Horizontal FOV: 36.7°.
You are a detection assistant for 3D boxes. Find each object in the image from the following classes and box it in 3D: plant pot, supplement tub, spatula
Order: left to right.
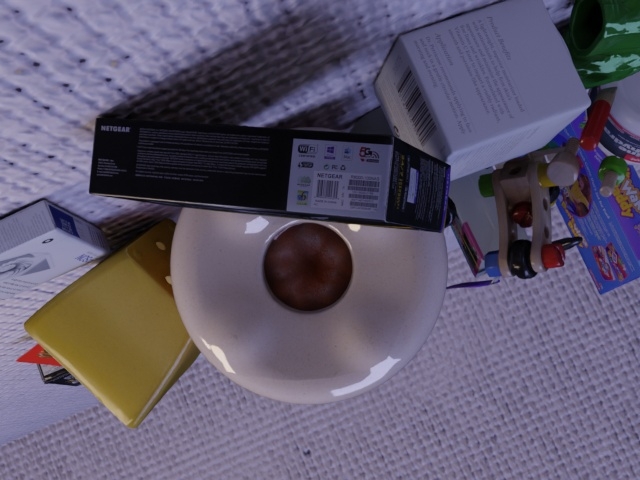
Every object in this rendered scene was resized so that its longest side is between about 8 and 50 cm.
[{"bbox_3d":[-0.247,0.094,1.373,0.187,0.212,0.212,-46,-178,26],"label":"plant pot"},{"bbox_3d":[0.343,0.046,1.726,0.084,0.030,0.296,-9,165,-44],"label":"spatula"},{"bbox_3d":[0.524,-0.225,1.522,0.191,0.191,0.272,-24,170,5],"label":"supplement tub"}]

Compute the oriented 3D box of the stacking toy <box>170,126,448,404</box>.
[{"bbox_3d":[-0.007,0.019,1.405,0.350,0.351,0.480,-24,-177,4],"label":"stacking toy"}]

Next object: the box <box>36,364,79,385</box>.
[{"bbox_3d":[-0.432,0.220,2.081,0.307,0.077,0.242,-23,169,-3],"label":"box"}]

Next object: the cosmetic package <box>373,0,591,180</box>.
[{"bbox_3d":[0.184,-0.172,1.136,0.183,0.151,0.151,-19,170,-13],"label":"cosmetic package"}]

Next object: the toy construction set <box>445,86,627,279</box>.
[{"bbox_3d":[0.306,-0.121,1.373,0.309,0.257,0.237,-35,-164,45],"label":"toy construction set"}]

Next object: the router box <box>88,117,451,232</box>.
[{"bbox_3d":[-0.041,-0.064,0.999,0.308,0.081,0.243,6,180,19],"label":"router box"}]

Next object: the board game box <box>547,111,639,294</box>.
[{"bbox_3d":[0.555,-0.081,1.920,0.078,0.347,0.233,-22,171,-9],"label":"board game box"}]

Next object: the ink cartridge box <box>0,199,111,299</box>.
[{"bbox_3d":[-0.399,0.030,1.205,0.223,0.045,0.223,-23,171,2],"label":"ink cartridge box"}]

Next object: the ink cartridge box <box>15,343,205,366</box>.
[{"bbox_3d":[-0.336,0.194,1.837,0.385,0.091,0.308,-33,151,26],"label":"ink cartridge box"}]

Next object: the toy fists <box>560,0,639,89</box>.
[{"bbox_3d":[0.378,-0.268,1.245,0.142,0.096,0.279,-8,169,-9],"label":"toy fists"}]

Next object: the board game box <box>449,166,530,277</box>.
[{"bbox_3d":[0.288,-0.059,1.790,0.097,0.224,0.303,-25,170,5],"label":"board game box"}]

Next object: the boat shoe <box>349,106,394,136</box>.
[{"bbox_3d":[0.144,-0.162,1.317,0.227,0.079,0.081,-26,171,17],"label":"boat shoe"}]
